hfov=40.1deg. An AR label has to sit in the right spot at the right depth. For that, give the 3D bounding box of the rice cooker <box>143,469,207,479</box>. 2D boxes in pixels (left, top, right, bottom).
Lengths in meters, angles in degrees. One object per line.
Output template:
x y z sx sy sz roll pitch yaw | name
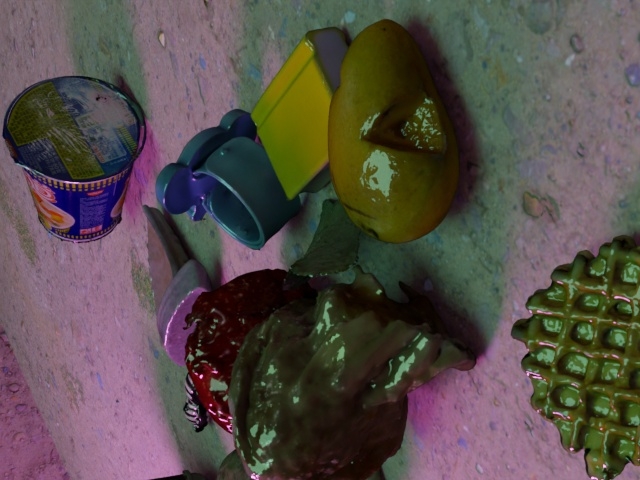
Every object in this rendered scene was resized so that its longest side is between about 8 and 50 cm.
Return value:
-0.359 0.694 1.952 0.335 0.325 0.335 176 90 -69 | rice cooker

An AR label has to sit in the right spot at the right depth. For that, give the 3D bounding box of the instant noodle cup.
-0.526 -0.152 1.902 0.284 0.284 0.312 60 154 22 | instant noodle cup

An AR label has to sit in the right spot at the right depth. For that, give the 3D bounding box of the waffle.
0.288 0.106 0.851 0.223 0.054 0.204 -46 58 33 | waffle

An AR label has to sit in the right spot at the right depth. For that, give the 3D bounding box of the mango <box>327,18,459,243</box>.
0.083 -0.127 1.050 0.167 0.130 0.262 -17 85 52 | mango

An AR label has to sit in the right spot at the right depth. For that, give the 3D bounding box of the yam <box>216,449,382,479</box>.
-0.048 0.410 1.454 0.300 0.195 0.195 -30 79 57 | yam

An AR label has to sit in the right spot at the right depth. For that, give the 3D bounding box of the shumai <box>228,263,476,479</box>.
0.052 0.181 1.120 0.262 0.314 0.267 -28 96 42 | shumai

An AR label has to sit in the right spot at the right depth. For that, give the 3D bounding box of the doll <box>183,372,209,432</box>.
-0.258 0.330 1.870 0.219 0.067 0.091 100 151 -45 | doll

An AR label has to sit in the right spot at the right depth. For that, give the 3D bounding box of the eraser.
-0.009 -0.174 1.228 0.226 0.069 0.158 -41 68 56 | eraser

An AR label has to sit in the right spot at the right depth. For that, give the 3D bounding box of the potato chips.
0.006 0.006 1.214 0.059 0.167 0.228 37 166 -8 | potato chips

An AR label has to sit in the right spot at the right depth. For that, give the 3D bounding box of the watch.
-0.128 -0.079 1.389 0.193 0.211 0.211 36 135 23 | watch

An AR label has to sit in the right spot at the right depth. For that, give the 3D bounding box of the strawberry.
-0.081 0.170 1.357 0.220 0.274 0.274 -8 99 29 | strawberry

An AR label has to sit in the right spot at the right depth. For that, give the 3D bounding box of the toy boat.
-0.298 0.109 1.809 0.293 0.111 0.276 -131 42 -51 | toy boat
